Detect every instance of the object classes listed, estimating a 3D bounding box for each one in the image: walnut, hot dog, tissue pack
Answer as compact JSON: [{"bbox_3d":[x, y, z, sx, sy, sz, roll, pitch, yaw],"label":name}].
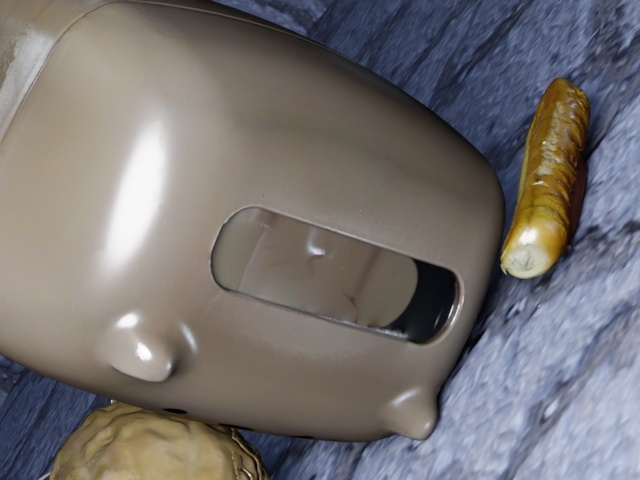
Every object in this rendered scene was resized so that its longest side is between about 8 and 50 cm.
[{"bbox_3d":[-0.122,0.213,1.344,0.198,0.198,0.245,-52,18,9],"label":"walnut"},{"bbox_3d":[0.162,-0.040,1.295,0.215,0.047,0.066,-69,4,-56],"label":"hot dog"},{"bbox_3d":[-0.061,-0.012,1.240,0.277,0.387,0.267,31,99,45],"label":"tissue pack"}]

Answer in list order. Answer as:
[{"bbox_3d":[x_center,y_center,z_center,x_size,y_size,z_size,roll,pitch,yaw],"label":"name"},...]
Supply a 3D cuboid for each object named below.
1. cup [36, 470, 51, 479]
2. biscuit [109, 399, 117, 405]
[{"bbox_3d":[-0.270,0.305,1.855,0.136,0.133,0.099,-52,9,11],"label":"cup"},{"bbox_3d":[-0.195,0.249,1.674,0.322,0.038,0.099,104,173,-49],"label":"biscuit"}]
